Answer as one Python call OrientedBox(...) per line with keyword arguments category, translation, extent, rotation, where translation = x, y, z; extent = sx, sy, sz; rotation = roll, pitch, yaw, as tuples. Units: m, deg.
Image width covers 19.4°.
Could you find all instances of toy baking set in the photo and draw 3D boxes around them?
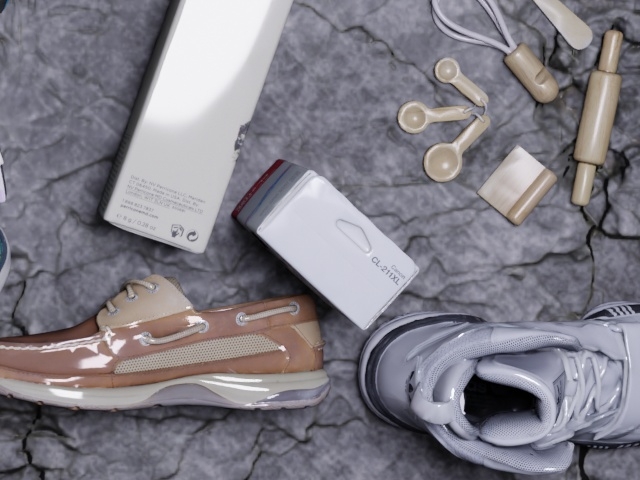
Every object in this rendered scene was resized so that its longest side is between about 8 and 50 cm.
OrientedBox(category="toy baking set", translation=(0.179, -0.145, 1.691), extent=(0.197, 0.030, 0.256), rotation=(15, 93, -10))

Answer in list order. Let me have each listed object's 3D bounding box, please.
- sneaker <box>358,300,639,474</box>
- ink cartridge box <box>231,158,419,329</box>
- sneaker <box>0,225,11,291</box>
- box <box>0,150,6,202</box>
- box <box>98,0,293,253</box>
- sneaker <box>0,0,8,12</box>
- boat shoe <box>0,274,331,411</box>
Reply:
OrientedBox(category="sneaker", translation=(0.227, 0.133, 1.636), extent=(0.366, 0.210, 0.137), rotation=(1, 96, -9))
OrientedBox(category="ink cartridge box", translation=(0.000, 0.000, 1.604), extent=(0.127, 0.175, 0.072), rotation=(43, 88, -10))
OrientedBox(category="sneaker", translation=(-0.358, 0.094, 1.590), extent=(0.107, 0.110, 0.275), rotation=(29, 91, -11))
OrientedBox(category="box", translation=(-0.429, -0.039, 1.587), extent=(0.324, 0.067, 0.063), rotation=(-10, 96, -7))
OrientedBox(category="box", translation=(-0.102, -0.134, 1.608), extent=(0.094, 0.113, 0.275), rotation=(20, 94, -11))
OrientedBox(category="sneaker", translation=(-0.187, -0.315, 1.590), extent=(0.341, 0.125, 0.139), rotation=(-27, 127, -8))
OrientedBox(category="boat shoe", translation=(-0.149, 0.087, 1.621), extent=(0.324, 0.123, 0.116), rotation=(2, 89, -22))
